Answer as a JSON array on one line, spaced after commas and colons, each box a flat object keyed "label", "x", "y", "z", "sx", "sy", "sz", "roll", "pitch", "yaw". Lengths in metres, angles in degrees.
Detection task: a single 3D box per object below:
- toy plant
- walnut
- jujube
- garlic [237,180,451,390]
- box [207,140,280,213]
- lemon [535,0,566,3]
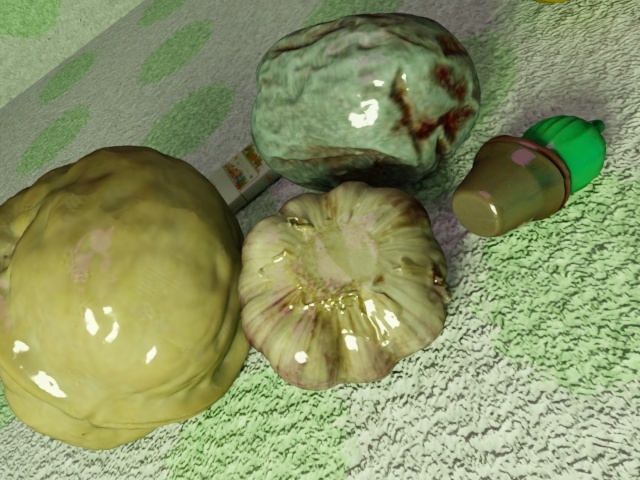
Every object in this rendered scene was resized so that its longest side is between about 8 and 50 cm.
[{"label": "toy plant", "x": 0.236, "y": -0.081, "z": 0.714, "sx": 0.200, "sy": 0.105, "sz": 0.143, "roll": -35, "pitch": 20, "yaw": -22}, {"label": "walnut", "x": -0.246, "y": 0.061, "z": 0.787, "sx": 0.381, "sy": 0.381, "sz": 0.381, "roll": -22, "pitch": 41, "yaw": 21}, {"label": "jujube", "x": 0.055, "y": -0.183, "z": 0.835, "sx": 0.308, "sy": 0.246, "sz": 0.215, "roll": 3, "pitch": 66, "yaw": 30}, {"label": "garlic", "x": 0.024, "y": 0.054, "z": 0.704, "sx": 0.244, "sy": 0.160, "sz": 0.245, "roll": -2, "pitch": 61, "yaw": 3}, {"label": "box", "x": -0.127, "y": -0.116, "z": 1.093, "sx": 0.220, "sy": 0.032, "sz": 0.122, "roll": -39, "pitch": 37, "yaw": 2}, {"label": "lemon", "x": 0.359, "y": -0.471, "z": 0.875, "sx": 0.319, "sy": 0.245, "sz": 0.245, "roll": -32, "pitch": 39, "yaw": 10}]
